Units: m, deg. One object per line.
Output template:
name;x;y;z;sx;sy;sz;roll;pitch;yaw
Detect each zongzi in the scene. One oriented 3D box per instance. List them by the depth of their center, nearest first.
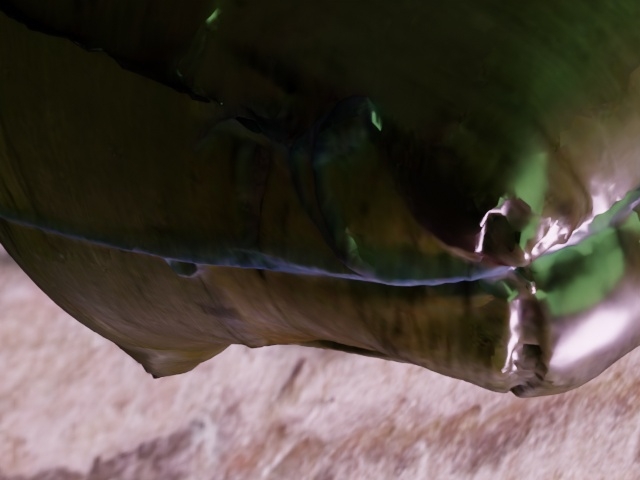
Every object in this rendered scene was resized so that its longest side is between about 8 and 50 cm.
zongzi;0.000;0.000;0.618;0.174;0.356;0.393;-44;142;-25
